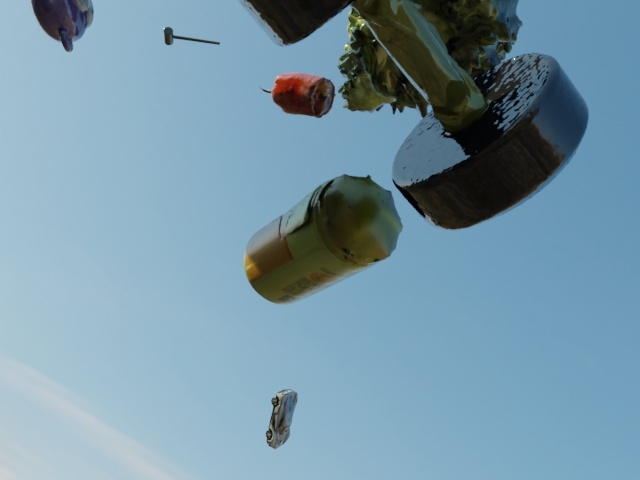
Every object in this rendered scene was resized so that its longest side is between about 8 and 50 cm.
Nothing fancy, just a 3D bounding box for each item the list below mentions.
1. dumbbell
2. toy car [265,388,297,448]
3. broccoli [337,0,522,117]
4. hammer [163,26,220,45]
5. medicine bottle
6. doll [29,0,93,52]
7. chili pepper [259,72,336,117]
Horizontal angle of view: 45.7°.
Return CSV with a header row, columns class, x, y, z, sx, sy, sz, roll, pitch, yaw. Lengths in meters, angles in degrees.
class,x,y,z,sx,sy,sz,roll,pitch,yaw
dumbbell,0.092,-0.184,0.736,0.322,0.203,0.204,47,-35,-20
toy car,-0.057,0.268,1.135,0.025,0.093,0.041,14,8,39
broccoli,0.137,-0.366,1.101,0.293,0.281,0.347,-17,-97,36
hammer,-0.253,-0.397,1.497,0.110,0.019,0.035,5,-22,-8
medicine bottle,0.000,0.000,0.968,0.124,0.124,0.239,40,-34,-12
doll,-0.251,-0.261,0.703,0.067,0.205,0.110,-16,-18,-4
chili pepper,-0.061,-0.318,1.638,0.192,0.086,0.084,17,-18,35
